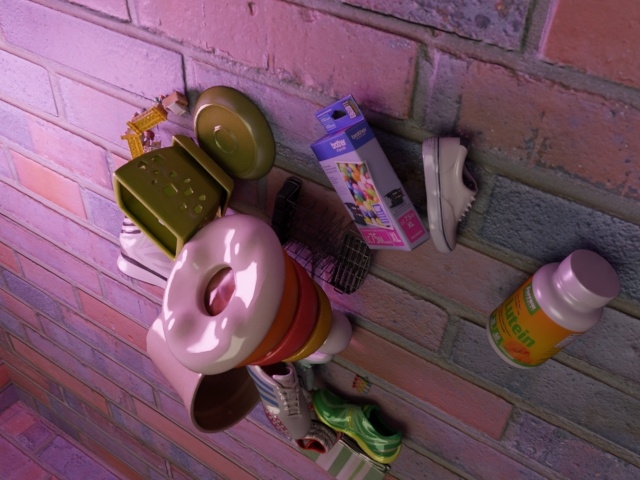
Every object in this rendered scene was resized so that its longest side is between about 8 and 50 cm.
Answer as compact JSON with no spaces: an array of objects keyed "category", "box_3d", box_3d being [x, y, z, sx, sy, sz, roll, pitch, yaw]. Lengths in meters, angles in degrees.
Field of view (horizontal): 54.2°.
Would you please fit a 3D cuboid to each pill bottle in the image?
[{"category":"pill bottle","box_3d":[0.427,0.126,1.155,0.136,0.136,0.246,38,138,8]}]

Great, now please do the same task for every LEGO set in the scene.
[{"category":"LEGO set","box_3d":[-0.422,-0.292,1.568,0.132,0.107,0.287,14,137,-18]}]

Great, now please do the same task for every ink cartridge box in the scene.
[{"category":"ink cartridge box","box_3d":[0.082,-0.123,1.240,0.311,0.065,0.185,61,161,-11]}]

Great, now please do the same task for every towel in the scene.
[{"category":"towel","box_3d":[0.048,0.677,1.991,0.324,0.038,0.248,33,139,11]}]

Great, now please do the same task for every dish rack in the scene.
[{"category":"dish rack","box_3d":[0.000,0.000,1.456,0.271,0.074,0.208,30,138,14]}]

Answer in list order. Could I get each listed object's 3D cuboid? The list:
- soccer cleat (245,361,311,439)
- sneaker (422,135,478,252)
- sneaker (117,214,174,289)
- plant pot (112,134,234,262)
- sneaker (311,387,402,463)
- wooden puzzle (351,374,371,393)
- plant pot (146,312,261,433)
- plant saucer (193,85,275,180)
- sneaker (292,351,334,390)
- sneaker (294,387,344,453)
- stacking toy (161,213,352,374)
[{"category":"soccer cleat","box_3d":[-0.104,0.410,1.698,0.143,0.116,0.331,-10,113,54]},{"category":"sneaker","box_3d":[0.249,-0.078,1.173,0.091,0.094,0.258,-1,132,17]},{"category":"sneaker","box_3d":[-0.353,0.021,1.687,0.447,0.169,0.258,18,121,13]},{"category":"plant pot","box_3d":[-0.345,-0.108,1.517,0.227,0.207,0.228,45,158,2]},{"category":"sneaker","box_3d":[0.109,0.496,1.762,0.295,0.109,0.124,30,111,21]},{"category":"wooden puzzle","box_3d":[0.114,0.399,1.731,0.049,0.006,0.083,31,137,16]},{"category":"plant pot","box_3d":[-0.344,0.342,1.854,0.305,0.333,0.334,29,138,33]},{"category":"plant saucer","box_3d":[-0.213,-0.239,1.459,0.240,0.037,0.241,22,135,25]},{"category":"sneaker","box_3d":[-0.022,0.342,1.727,0.255,0.094,0.151,-7,112,53]},{"category":"sneaker","box_3d":[-0.056,0.523,1.865,0.270,0.145,0.090,28,136,19]},{"category":"stacking toy","box_3d":[-0.095,0.172,1.468,0.350,0.351,0.479,0,160,39]}]
